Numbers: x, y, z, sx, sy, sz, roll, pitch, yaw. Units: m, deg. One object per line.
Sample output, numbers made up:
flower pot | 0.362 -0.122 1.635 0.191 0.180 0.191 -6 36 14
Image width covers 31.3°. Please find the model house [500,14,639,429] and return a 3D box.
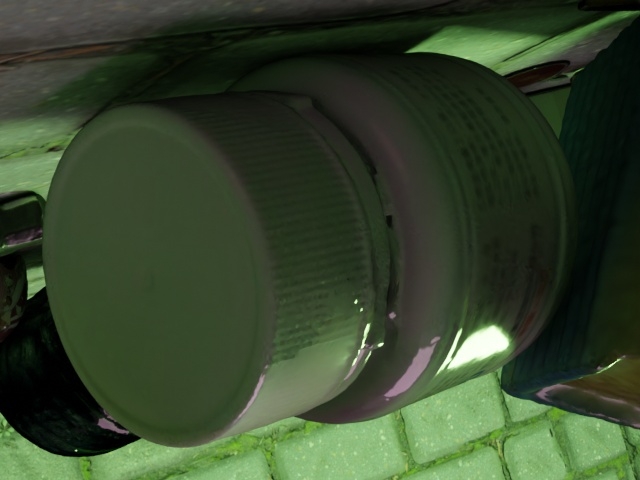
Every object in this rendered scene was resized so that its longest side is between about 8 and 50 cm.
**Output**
model house | 0.350 0.006 0.889 0.342 0.335 0.382 -2 154 43

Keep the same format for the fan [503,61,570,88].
fan | 0.210 -0.157 1.107 0.085 0.005 0.133 -19 174 36

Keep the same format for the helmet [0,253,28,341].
helmet | -0.411 0.083 1.326 0.153 0.107 0.177 -19 175 8

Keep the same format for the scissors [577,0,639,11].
scissors | 0.308 -0.189 0.901 0.317 0.024 0.160 -11 174 -37

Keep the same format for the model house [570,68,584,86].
model house | 0.437 -0.097 1.153 0.326 0.244 0.169 -15 173 -18

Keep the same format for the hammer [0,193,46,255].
hammer | -0.284 -0.022 0.821 0.111 0.043 0.365 -15 175 -3

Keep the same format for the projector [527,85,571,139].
projector | 0.248 -0.027 1.317 0.248 0.249 0.248 -14 175 -19

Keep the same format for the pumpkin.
pumpkin | -0.257 0.141 1.453 0.315 0.238 0.315 -37 -167 10

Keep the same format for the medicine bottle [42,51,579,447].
medicine bottle | 0.000 0.000 0.746 0.241 0.241 0.302 -19 175 42
